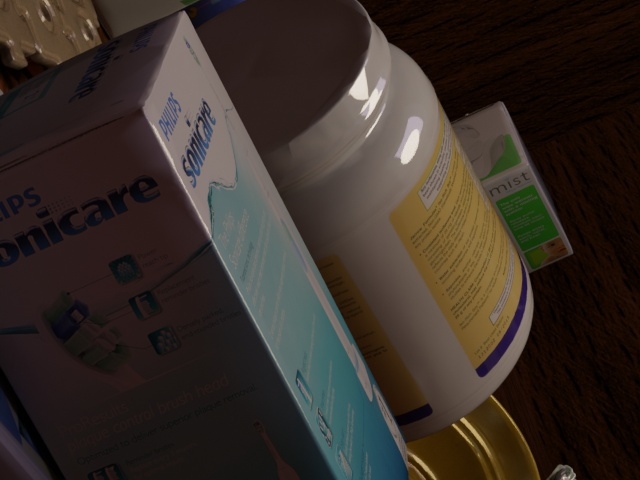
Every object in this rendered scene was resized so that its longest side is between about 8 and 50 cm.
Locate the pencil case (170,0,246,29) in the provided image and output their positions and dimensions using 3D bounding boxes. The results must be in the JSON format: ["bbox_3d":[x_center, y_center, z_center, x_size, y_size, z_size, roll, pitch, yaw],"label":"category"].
[{"bbox_3d":[-0.100,-0.234,1.792,0.133,0.119,0.306,66,2,-71],"label":"pencil case"}]

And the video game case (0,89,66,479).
[{"bbox_3d":[-0.173,0.017,0.935,0.300,0.036,0.329,-105,168,-48],"label":"video game case"}]

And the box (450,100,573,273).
[{"bbox_3d":[0.175,-0.034,2.412,0.231,0.262,0.126,56,13,-52],"label":"box"}]

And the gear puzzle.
[{"bbox_3d":[-0.227,-0.179,1.158,0.175,0.044,0.339,68,12,9],"label":"gear puzzle"}]

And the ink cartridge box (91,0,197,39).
[{"bbox_3d":[-0.133,-0.277,1.591,0.093,0.154,0.212,61,9,-25],"label":"ink cartridge box"}]

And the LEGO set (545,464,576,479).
[{"bbox_3d":[0.151,0.244,2.047,0.287,0.132,0.107,40,-28,32],"label":"LEGO set"}]

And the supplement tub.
[{"bbox_3d":[0.014,-0.017,1.462,0.331,0.241,0.241,59,11,-39],"label":"supplement tub"}]

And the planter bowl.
[{"bbox_3d":[0.103,0.226,1.706,0.217,0.090,0.217,26,42,-26],"label":"planter bowl"}]

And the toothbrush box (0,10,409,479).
[{"bbox_3d":[-0.066,0.053,0.932,0.216,0.126,0.295,-88,153,-70],"label":"toothbrush box"}]

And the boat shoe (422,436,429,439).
[{"bbox_3d":[0.107,0.222,1.856,0.302,0.091,0.114,56,12,-45],"label":"boat shoe"}]
